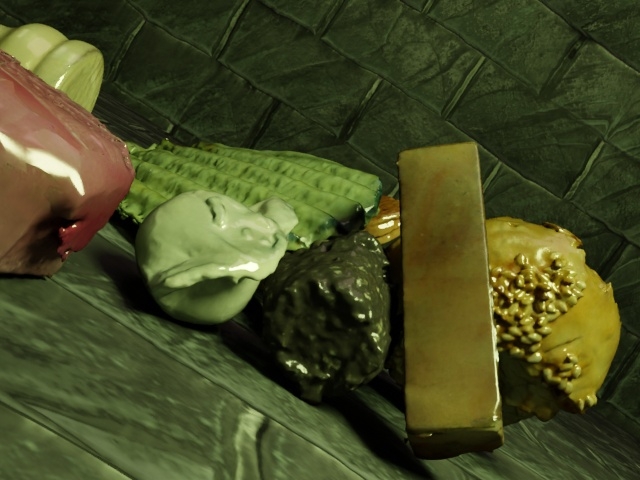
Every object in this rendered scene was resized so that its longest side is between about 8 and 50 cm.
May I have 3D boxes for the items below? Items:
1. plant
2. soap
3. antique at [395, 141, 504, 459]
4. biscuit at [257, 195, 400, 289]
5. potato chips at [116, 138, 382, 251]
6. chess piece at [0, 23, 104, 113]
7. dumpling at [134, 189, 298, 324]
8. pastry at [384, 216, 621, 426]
[{"bbox_3d":[0.010,0.065,0.909,0.203,0.142,0.131,-66,134,-67],"label":"plant"},{"bbox_3d":[-0.282,-0.095,0.693,0.325,0.127,0.220,35,5,15],"label":"soap"},{"bbox_3d":[0.123,0.055,0.898,0.087,0.310,0.093,-6,-34,11],"label":"antique"},{"bbox_3d":[0.000,0.002,1.155,0.277,0.052,0.262,-19,17,-32],"label":"biscuit"},{"bbox_3d":[-0.100,-0.064,1.167,0.358,0.070,0.429,-9,21,-39],"label":"potato chips"},{"bbox_3d":[-0.403,-0.200,1.006,0.299,0.167,0.167,26,4,-2],"label":"chess piece"},{"bbox_3d":[-0.091,0.009,0.857,0.229,0.151,0.124,-110,178,-76],"label":"dumpling"},{"bbox_3d":[0.176,0.106,1.065,0.162,0.310,0.255,-47,115,-47],"label":"pastry"}]
